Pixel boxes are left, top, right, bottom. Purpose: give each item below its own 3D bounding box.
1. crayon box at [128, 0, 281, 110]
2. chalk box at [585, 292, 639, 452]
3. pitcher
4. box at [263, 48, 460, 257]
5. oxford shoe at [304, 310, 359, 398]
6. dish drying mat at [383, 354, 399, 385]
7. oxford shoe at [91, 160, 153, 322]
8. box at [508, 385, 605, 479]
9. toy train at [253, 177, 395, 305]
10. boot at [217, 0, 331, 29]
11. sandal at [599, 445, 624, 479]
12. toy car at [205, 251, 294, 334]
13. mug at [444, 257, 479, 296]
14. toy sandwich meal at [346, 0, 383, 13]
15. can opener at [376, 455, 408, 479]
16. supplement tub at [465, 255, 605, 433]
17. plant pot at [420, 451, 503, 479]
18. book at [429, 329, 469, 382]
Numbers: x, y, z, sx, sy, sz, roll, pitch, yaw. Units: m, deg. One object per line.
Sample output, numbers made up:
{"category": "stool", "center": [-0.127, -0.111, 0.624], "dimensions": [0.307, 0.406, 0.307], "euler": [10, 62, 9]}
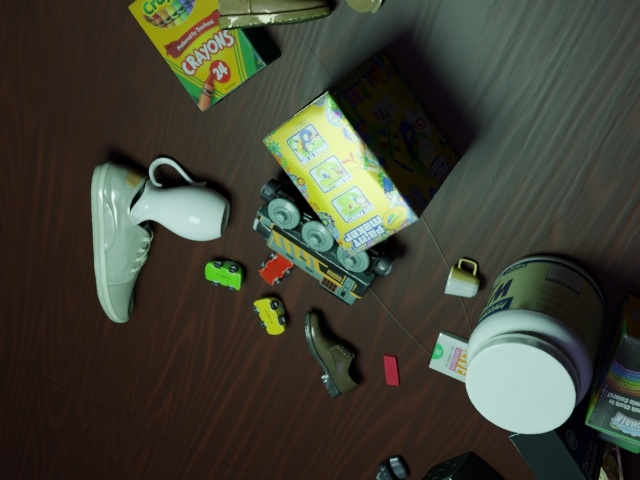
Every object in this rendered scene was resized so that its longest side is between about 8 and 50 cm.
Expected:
{"category": "crayon box", "center": [-0.256, -0.455, 1.787], "dimensions": [0.202, 0.081, 0.318], "euler": [-29, 101, 35]}
{"category": "chalk box", "center": [0.641, 0.288, 1.705], "dimensions": [0.180, 0.179, 0.288], "euler": [20, 120, 13]}
{"category": "pitcher", "center": [-0.314, -0.096, 1.992], "dimensions": [0.207, 0.125, 0.177], "euler": [12, 78, 4]}
{"category": "box", "center": [0.089, -0.173, 1.650], "dimensions": [0.177, 0.290, 0.279], "euler": [-31, 100, 34]}
{"category": "oxford shoe", "center": [0.029, 0.261, 2.058], "dimensions": [0.096, 0.083, 0.227], "euler": [-22, 107, 13]}
{"category": "dish drying mat", "center": [0.169, 0.309, 2.051], "dimensions": [0.032, 0.008, 0.083], "euler": [4, 119, 24]}
{"category": "oxford shoe", "center": [-0.477, 0.017, 2.112], "dimensions": [0.130, 0.169, 0.449], "euler": [4, 120, -1]}
{"category": "box", "center": [0.500, 0.382, 1.779], "dimensions": [0.103, 0.261, 0.184], "euler": [-30, 102, 34]}
{"category": "toy train", "center": [0.000, 0.000, 1.889], "dimensions": [0.334, 0.142, 0.190], "euler": [32, 135, 6]}
{"category": "boot", "center": [-0.105, -0.551, 1.651], "dimensions": [0.236, 0.089, 0.269], "euler": [-6, 101, -6]}
{"category": "sandal", "center": [0.634, 0.524, 1.902], "dimensions": [0.079, 0.088, 0.240], "euler": [-7, 118, 22]}
{"category": "toy car", "center": [-0.168, 0.094, 2.064], "dimensions": [0.225, 0.053, 0.239], "euler": [18, 122, 16]}
{"category": "mug", "center": [0.306, 0.086, 1.835], "dimensions": [0.064, 0.062, 0.078], "euler": [17, 129, 7]}
{"category": "toy sandwich meal", "center": [0.084, -0.477, 1.649], "dimensions": [0.086, 0.029, 0.085], "euler": [20, 128, 27]}
{"category": "can opener", "center": [0.197, 0.631, 2.182], "dimensions": [0.073, 0.059, 0.186], "euler": [-12, 111, 29]}
{"category": "supplement tub", "center": [0.419, 0.197, 1.677], "dimensions": [0.236, 0.325, 0.235], "euler": [11, 120, 20]}
{"category": "plant pot", "center": [0.331, 0.619, 2.048], "dimensions": [0.188, 0.187, 0.167], "euler": [-33, 88, 35]}
{"category": "book", "center": [0.328, 0.270, 1.944], "dimensions": [0.144, 0.035, 0.096], "euler": [21, 119, 15]}
